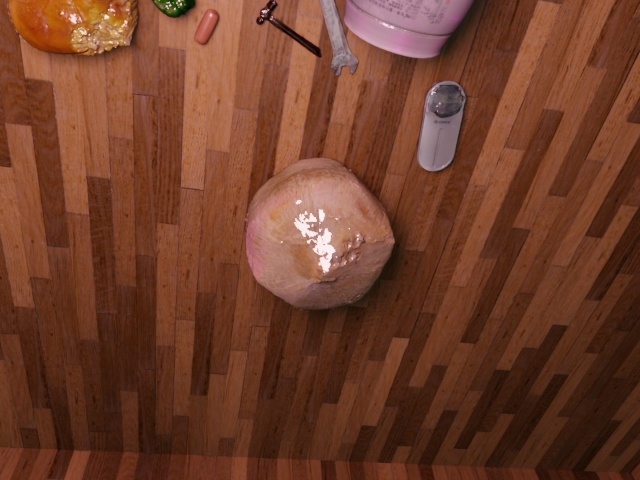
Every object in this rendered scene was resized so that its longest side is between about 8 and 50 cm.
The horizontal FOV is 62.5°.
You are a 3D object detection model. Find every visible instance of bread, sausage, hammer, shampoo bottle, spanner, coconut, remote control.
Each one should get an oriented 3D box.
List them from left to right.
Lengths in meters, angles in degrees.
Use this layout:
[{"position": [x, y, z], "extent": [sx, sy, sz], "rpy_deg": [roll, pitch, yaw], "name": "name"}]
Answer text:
[{"position": [-0.527, -0.496, 1.135], "extent": [0.249, 0.133, 0.179], "rpy_deg": [-4, 121, -3], "name": "bread"}, {"position": [-0.263, -0.493, 1.217], "extent": [0.034, 0.034, 0.083], "rpy_deg": [26, 118, -21], "name": "sausage"}, {"position": [-0.064, -0.491, 1.244], "extent": [0.178, 0.021, 0.065], "rpy_deg": [29, 116, -23], "name": "hammer"}, {"position": [0.000, 0.000, 1.384], "extent": [0.404, 0.405, 0.405], "rpy_deg": [-2, 125, -3], "name": "coconut"}, {"position": [0.025, -0.528, 1.228], "extent": [0.071, 0.018, 0.302], "rpy_deg": [-16, 125, 5], "name": "spanner"}, {"position": [0.189, -0.537, 1.082], "extent": [0.272, 0.273, 0.266], "rpy_deg": [10, 133, -12], "name": "shampoo bottle"}, {"position": [0.312, -0.300, 1.390], "extent": [0.104, 0.052, 0.248], "rpy_deg": [0, 124, -7], "name": "remote control"}]

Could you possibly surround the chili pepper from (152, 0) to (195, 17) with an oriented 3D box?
[{"position": [-0.355, -0.597, 1.112], "extent": [0.099, 0.083, 0.254], "rpy_deg": [-19, 119, 7], "name": "chili pepper"}]
